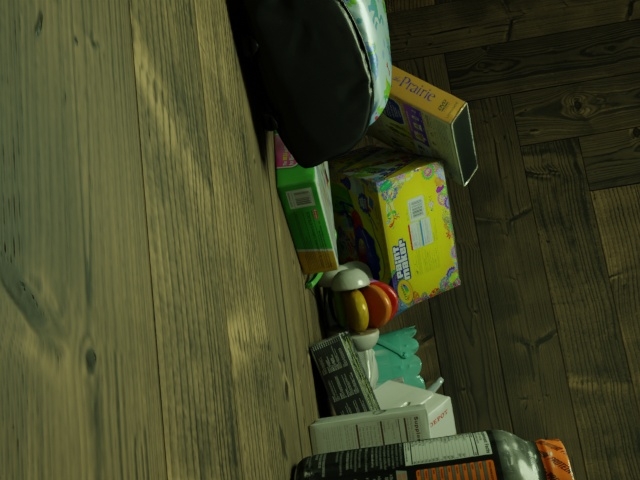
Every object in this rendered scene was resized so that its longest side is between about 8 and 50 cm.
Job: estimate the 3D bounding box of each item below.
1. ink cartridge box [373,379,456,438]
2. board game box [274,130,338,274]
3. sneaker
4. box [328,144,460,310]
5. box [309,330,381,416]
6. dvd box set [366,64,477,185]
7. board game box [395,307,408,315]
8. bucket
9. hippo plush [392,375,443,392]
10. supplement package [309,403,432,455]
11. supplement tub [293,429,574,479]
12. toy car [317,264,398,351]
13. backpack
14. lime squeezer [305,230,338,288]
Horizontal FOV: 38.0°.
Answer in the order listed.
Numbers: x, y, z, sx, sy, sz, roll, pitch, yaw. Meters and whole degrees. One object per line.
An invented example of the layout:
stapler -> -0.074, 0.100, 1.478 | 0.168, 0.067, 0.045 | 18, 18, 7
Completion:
ink cartridge box -> 0.165, 0.431, 1.872 | 0.171, 0.168, 0.233 | -28, 116, -40
board game box -> -0.029, -0.137, 1.641 | 0.242, 0.064, 0.317 | 75, 8, -50
sneaker -> 0.069, 0.205, 1.981 | 0.169, 0.108, 0.293 | 74, 18, -66
box -> 0.139, -0.036, 2.047 | 0.279, 0.177, 0.290 | 21, -54, 58
box -> 0.066, 0.295, 1.636 | 0.216, 0.060, 0.270 | 29, 39, -83
dvd box set -> 0.130, -0.287, 1.955 | 0.062, 0.420, 0.307 | -55, 157, -9
board game box -> 0.174, 0.034, 2.316 | 0.086, 0.302, 0.308 | 32, 37, -34
bucket -> 0.190, 0.376, 2.527 | 0.281, 0.183, 0.281 | -9, 90, -86
hippo plush -> 0.164, 0.501, 2.203 | 0.236, 0.234, 0.294 | 121, -32, -57
supplement package -> 0.082, 0.315, 1.418 | 0.105, 0.179, 0.105 | 49, 32, -82
supplement tub -> 0.145, 0.352, 1.163 | 0.207, 0.337, 0.207 | -8, 90, -85
toy car -> 0.080, 0.125, 1.831 | 0.182, 0.136, 0.159 | -172, -110, -69
backpack -> -0.002, -0.319, 1.443 | 0.355, 0.273, 0.290 | -118, -171, -66
lime squeezer -> 0.000, 0.000, 1.773 | 0.110, 0.058, 0.310 | 76, 8, -46
